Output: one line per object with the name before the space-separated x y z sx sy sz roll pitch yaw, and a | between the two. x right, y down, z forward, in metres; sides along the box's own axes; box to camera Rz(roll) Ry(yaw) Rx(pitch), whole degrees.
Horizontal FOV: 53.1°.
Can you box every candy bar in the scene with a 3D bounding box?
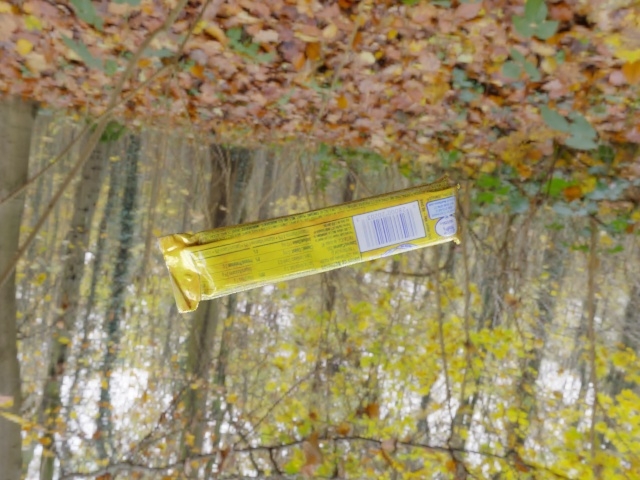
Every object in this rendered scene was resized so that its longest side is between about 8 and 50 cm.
candy bar | 0.000 0.000 0.332 0.161 0.040 0.018 -13 -177 -8
